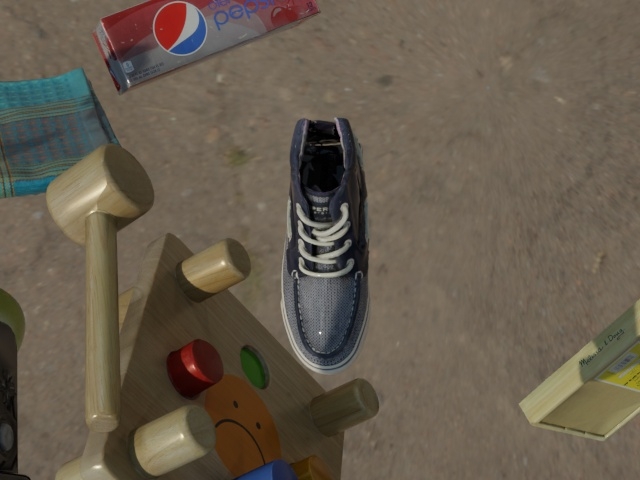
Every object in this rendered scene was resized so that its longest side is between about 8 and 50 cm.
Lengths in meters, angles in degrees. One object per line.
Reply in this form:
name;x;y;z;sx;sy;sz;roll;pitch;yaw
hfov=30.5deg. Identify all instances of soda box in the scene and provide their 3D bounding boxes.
soda box;-0.140;-0.270;1.444;0.263;0.083;0.092;-24;96;-18

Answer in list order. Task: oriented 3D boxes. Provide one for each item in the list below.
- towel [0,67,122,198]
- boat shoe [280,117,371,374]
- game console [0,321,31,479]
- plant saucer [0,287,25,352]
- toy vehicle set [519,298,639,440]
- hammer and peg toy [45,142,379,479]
towel;-0.430;-0.121;1.383;0.370;0.271;0.040;-8;125;-19
boat shoe;0.000;0.000;1.535;0.127;0.158;0.340;-3;78;6
game console;-0.136;0.081;0.510;0.085;0.144;0.124;-7;73;10
plant saucer;-0.512;0.151;1.579;0.241;0.241;0.037;-43;50;11
toy vehicle set;0.392;0.147;1.450;0.267;0.166;0.035;-46;48;24
hammer and peg toy;-0.101;0.123;0.881;0.127;0.266;0.361;-27;122;24
